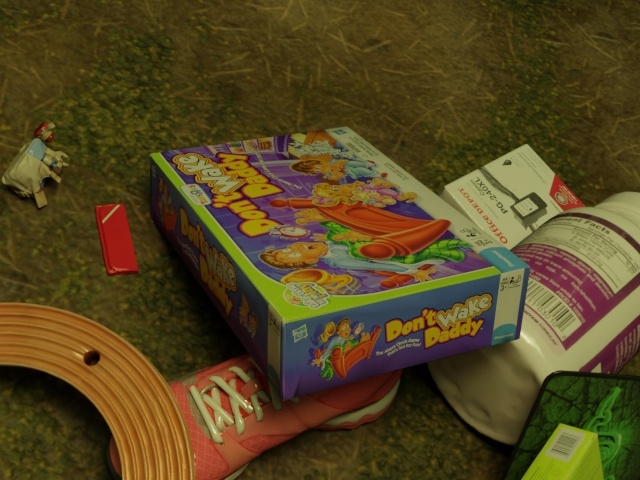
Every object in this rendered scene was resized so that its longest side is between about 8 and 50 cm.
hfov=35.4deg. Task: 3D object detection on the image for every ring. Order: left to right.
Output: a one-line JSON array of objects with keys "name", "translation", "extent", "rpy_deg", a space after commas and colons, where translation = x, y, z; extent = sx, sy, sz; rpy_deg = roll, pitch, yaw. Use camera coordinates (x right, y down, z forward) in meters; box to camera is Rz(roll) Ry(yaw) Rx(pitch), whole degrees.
[{"name": "ring", "translation": [-0.270, 0.208, 0.816], "extent": [0.336, 0.032, 0.337], "rpy_deg": [1, 62, -2]}]

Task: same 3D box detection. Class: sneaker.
[{"name": "sneaker", "translation": [-0.049, 0.132, 0.920], "extent": [0.313, 0.136, 0.116], "rpy_deg": [-19, 64, -29]}]

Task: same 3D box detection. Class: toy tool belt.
[{"name": "toy tool belt", "translation": [-0.289, -0.078, 1.042], "extent": [0.051, 0.052, 0.083], "rpy_deg": [44, 50, -27]}]

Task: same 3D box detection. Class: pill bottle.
[{"name": "pill bottle", "translation": [0.262, 0.068, 1.055], "extent": [0.301, 0.169, 0.169], "rpy_deg": [-33, 72, -34]}]

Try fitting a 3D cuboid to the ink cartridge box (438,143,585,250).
[{"name": "ink cartridge box", "translation": [0.216, -0.033, 1.174], "extent": [0.150, 0.063, 0.109], "rpy_deg": [-27, 69, -33]}]

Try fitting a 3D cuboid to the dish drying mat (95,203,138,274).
[{"name": "dish drying mat", "translation": [-0.211, -0.002, 1.036], "extent": [0.032, 0.008, 0.083], "rpy_deg": [-4, 58, -23]}]

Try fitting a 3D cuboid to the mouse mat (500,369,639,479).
[{"name": "mouse mat", "translation": [0.253, 0.201, 0.955], "extent": [0.152, 0.190, 0.007], "rpy_deg": [6, 32, -16]}]

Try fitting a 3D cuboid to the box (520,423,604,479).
[{"name": "box", "translation": [0.227, 0.271, 0.926], "extent": [0.042, 0.178, 0.109], "rpy_deg": [12, 42, 39]}]

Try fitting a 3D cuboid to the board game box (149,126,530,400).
[{"name": "board game box", "translation": [0.000, 0.000, 0.960], "extent": [0.233, 0.078, 0.347], "rpy_deg": [-11, 31, -24]}]
